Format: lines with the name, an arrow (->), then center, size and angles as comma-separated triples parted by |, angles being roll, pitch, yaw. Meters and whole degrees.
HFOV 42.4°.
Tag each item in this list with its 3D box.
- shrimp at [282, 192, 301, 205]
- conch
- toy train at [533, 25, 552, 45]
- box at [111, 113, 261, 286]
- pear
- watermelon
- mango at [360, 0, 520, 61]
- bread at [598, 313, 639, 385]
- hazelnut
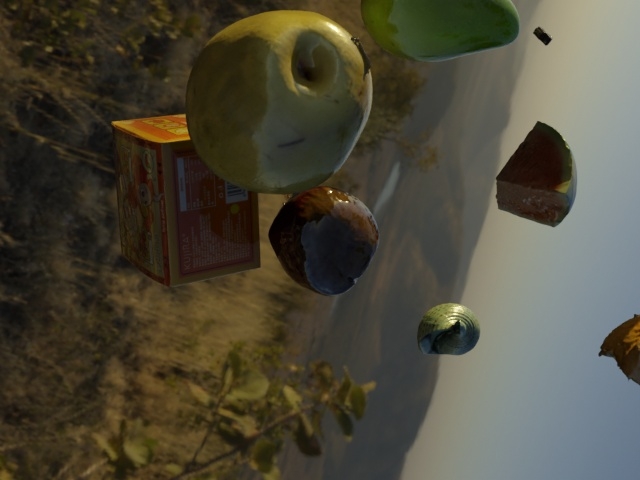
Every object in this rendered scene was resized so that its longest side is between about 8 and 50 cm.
shrimp -> -0.065, -0.079, 1.736 | 0.162, 0.045, 0.095 | 52, 48, -42
conch -> 0.347, 0.230, 2.233 | 0.200, 0.172, 0.131 | 84, 7, -54
toy train -> 0.355, -0.327, 1.317 | 0.017, 0.017, 0.083 | -50, -170, 21
box -> -0.271, -0.089, 1.627 | 0.214, 0.260, 0.283 | -12, 111, -33
pear -> -0.066, -0.224, 1.335 | 0.309, 0.309, 0.309 | 18, 90, -80
watermelon -> 0.521, -0.140, 1.961 | 0.176, 0.260, 0.255 | -20, 123, -35
mango -> 0.250, -0.458, 1.695 | 0.156, 0.343, 0.192 | -96, -164, -54
bread -> 0.595, 0.194, 1.382 | 0.139, 0.229, 0.143 | -63, -159, 9
hazelnut -> 0.000, 0.000, 1.510 | 0.208, 0.208, 0.208 | 18, 90, -80
